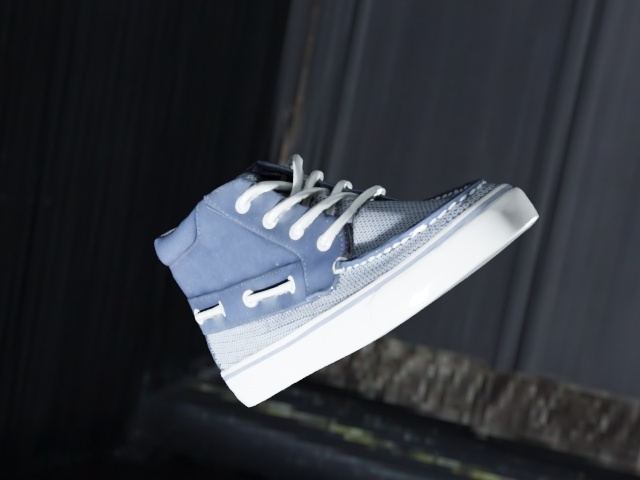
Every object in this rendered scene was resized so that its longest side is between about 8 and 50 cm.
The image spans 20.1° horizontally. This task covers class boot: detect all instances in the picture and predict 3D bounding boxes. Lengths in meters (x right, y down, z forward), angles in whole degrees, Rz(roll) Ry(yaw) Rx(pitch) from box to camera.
[{"bbox_3d":[0.000,0.000,0.719,0.069,0.086,0.190,-33,180,-43],"label":"boot"}]
